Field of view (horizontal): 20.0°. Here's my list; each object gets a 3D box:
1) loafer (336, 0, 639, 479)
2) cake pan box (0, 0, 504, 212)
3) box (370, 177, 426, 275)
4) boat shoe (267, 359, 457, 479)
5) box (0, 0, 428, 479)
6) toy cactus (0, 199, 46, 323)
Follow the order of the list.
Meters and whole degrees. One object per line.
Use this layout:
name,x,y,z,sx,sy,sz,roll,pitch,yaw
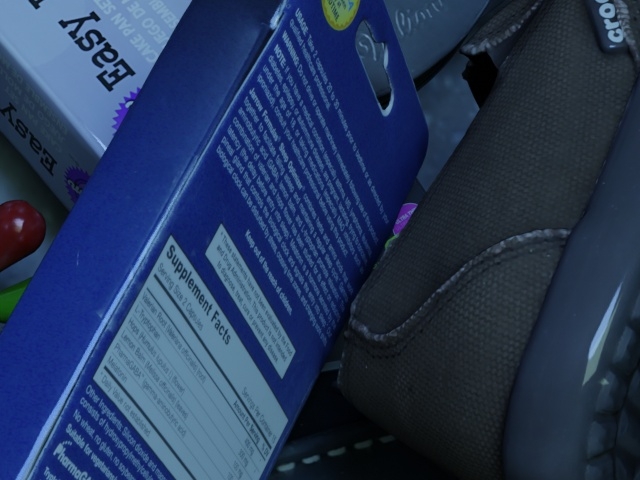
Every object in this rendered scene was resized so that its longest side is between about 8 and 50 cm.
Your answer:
loafer,0.108,-0.071,0.634,0.366,0.130,0.134,-59,142,-30
cake pan box,-0.054,-0.151,0.696,0.246,0.070,0.267,-37,81,-21
box,0.000,0.000,0.702,0.062,0.083,0.052,-36,93,-24
boat shoe,0.108,0.131,0.680,0.500,0.156,0.186,1,81,-19
box,-0.035,0.018,0.568,0.036,0.136,0.225,17,65,26
toy cactus,-0.165,0.044,0.602,0.180,0.112,0.219,31,54,18
